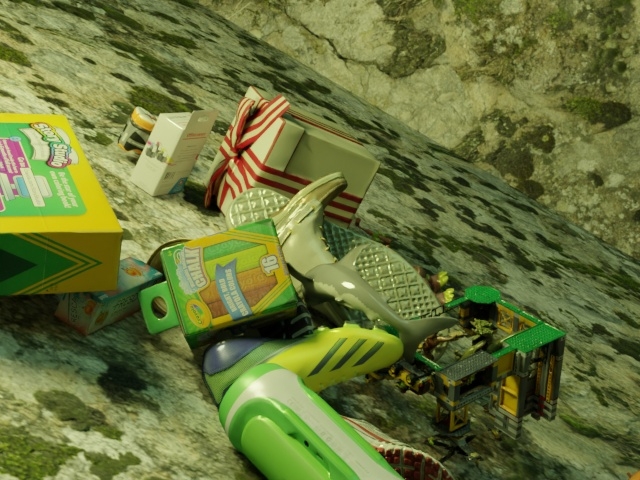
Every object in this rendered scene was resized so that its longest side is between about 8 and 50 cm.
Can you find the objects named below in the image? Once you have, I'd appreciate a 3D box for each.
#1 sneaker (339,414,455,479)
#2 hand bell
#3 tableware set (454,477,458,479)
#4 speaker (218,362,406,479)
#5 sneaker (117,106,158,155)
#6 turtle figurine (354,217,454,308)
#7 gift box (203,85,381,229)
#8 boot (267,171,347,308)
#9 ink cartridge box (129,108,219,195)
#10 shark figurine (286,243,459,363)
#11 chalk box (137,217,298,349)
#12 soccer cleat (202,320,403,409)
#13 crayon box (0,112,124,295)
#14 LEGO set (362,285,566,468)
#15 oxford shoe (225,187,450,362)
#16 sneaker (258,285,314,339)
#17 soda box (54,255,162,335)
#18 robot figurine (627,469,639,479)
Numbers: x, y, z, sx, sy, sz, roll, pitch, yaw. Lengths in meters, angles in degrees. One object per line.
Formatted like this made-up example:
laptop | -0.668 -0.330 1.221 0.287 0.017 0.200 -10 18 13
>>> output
sneaker | 0.084 0.292 1.655 0.225 0.088 0.093 26 16 2
hand bell | -0.190 0.049 1.926 0.126 0.126 0.242 29 7 3
tableware set | 0.198 0.380 1.700 0.104 0.024 0.154 27 17 -16
speaker | 0.003 0.282 1.511 0.296 0.131 0.131 41 22 32
sneaker | -0.328 -0.194 2.378 0.084 0.083 0.215 43 5 24
turtle figurine | 0.154 0.063 2.365 0.217 0.087 0.269 30 9 -19
gift box | -0.062 -0.136 2.305 0.258 0.255 0.276 20 11 -26
boot | 0.000 0.000 2.022 0.165 0.213 0.077 46 -15 14
ink cartridge box | -0.268 -0.176 2.241 0.061 0.181 0.104 34 19 17
shark figurine | 0.062 0.064 1.821 0.278 0.116 0.166 22 -22 44
chalk box | -0.151 0.070 1.720 0.132 0.213 0.132 103 -32 -77
soccer cleat | -0.021 0.183 1.692 0.289 0.093 0.121 -3 60 -14
crayon box | -0.466 -0.057 1.651 0.313 0.106 0.363 0 30 -25
LEGO set | 0.228 0.228 1.928 0.255 0.192 0.331 23 33 37
oxford shoe | 0.028 0.068 2.106 0.449 0.130 0.169 33 63 9
sneaker | -0.052 0.131 1.883 0.162 0.106 0.281 54 13 -54
soda box | -0.299 0.076 1.724 0.058 0.063 0.183 32 19 11
robot figurine | 0.555 0.438 1.888 0.219 0.128 0.158 37 63 25
